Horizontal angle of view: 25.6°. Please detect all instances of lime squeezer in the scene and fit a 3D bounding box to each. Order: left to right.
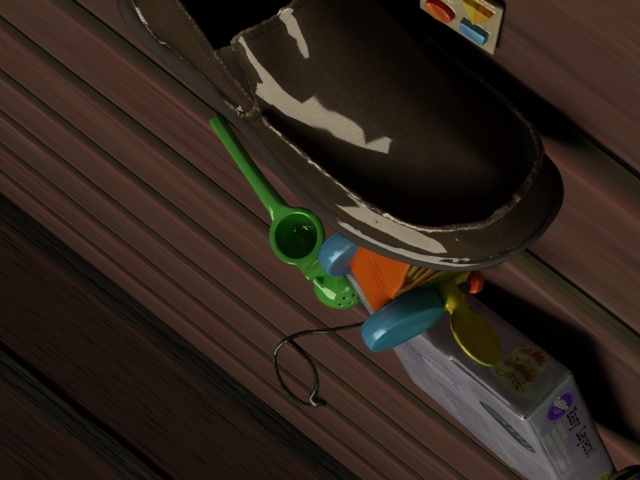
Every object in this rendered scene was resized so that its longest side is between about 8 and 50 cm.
[{"bbox_3d":[0.000,0.000,1.403,0.059,0.110,0.310,-30,117,32],"label":"lime squeezer"}]

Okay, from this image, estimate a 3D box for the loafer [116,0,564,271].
[{"bbox_3d":[-0.005,-0.112,0.921,0.366,0.134,0.130,35,166,17],"label":"loafer"}]

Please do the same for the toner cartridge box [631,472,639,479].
[{"bbox_3d":[0.397,0.310,1.156,0.348,0.165,0.075,41,-152,-4],"label":"toner cartridge box"}]

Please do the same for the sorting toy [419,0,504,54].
[{"bbox_3d":[0.074,-0.148,0.862,0.083,0.012,0.062,35,166,14],"label":"sorting toy"}]

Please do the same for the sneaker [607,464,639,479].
[{"bbox_3d":[0.410,0.338,1.358,0.385,0.145,0.147,45,-165,-31],"label":"sneaker"}]

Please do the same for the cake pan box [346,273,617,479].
[{"bbox_3d":[0.153,0.130,1.353,0.267,0.070,0.245,38,167,39],"label":"cake pan box"}]

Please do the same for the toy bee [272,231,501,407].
[{"bbox_3d":[0.075,0.016,1.166,0.298,0.162,0.195,-20,90,60],"label":"toy bee"}]
